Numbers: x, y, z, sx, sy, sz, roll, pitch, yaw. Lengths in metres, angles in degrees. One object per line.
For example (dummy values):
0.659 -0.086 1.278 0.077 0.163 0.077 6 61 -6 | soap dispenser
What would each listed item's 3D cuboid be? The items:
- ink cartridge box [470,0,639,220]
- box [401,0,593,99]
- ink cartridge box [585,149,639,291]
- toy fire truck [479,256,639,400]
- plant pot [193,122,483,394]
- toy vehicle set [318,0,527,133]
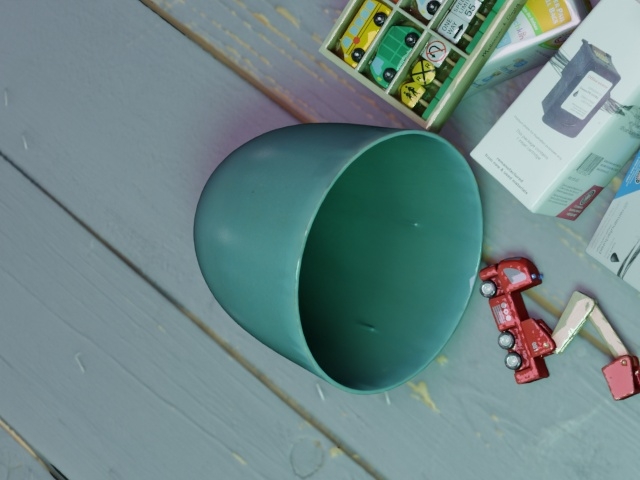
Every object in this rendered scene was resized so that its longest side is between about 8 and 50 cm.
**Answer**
0.294 -0.143 1.624 0.100 0.172 0.237 45 105 19 | ink cartridge box
0.197 -0.245 1.710 0.203 0.103 0.114 -22 79 22 | box
0.375 -0.005 1.575 0.082 0.190 0.139 23 100 -20 | ink cartridge box
0.267 0.099 1.695 0.135 0.047 0.192 -22 78 21 | toy fire truck
0.000 0.000 1.702 0.235 0.293 0.293 18 95 44 | plant pot
0.134 -0.273 1.662 0.166 0.035 0.267 37 102 22 | toy vehicle set
